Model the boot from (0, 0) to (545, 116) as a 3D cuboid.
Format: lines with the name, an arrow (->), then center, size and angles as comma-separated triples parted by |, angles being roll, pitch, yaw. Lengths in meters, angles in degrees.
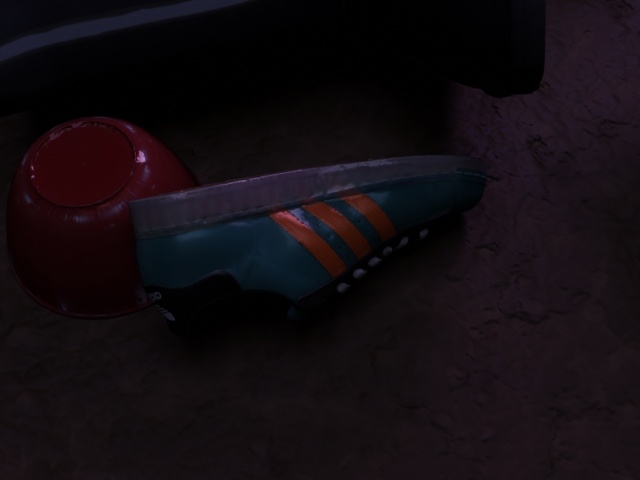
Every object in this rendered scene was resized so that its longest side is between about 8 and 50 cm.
boot -> -0.070, -0.186, 0.928 | 0.445, 0.146, 0.367 | -7, 20, -4

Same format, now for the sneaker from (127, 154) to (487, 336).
sneaker -> 0.000, 0.000, 0.904 | 0.302, 0.108, 0.121 | -11, 95, -18

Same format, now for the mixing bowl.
mixing bowl -> -0.187, -0.037, 0.933 | 0.181, 0.098, 0.181 | -1, 57, 2
